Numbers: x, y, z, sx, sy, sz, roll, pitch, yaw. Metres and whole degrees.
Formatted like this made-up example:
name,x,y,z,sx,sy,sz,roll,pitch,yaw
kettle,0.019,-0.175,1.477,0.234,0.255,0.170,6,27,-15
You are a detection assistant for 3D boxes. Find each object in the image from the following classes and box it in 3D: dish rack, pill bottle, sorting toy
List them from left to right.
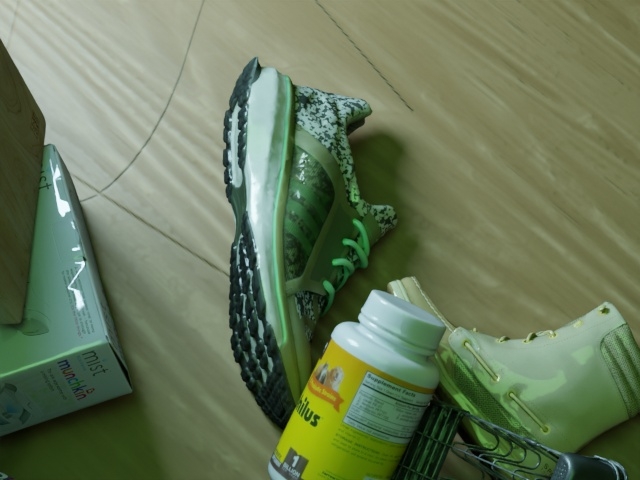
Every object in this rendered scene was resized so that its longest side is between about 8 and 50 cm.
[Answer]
name,x,y,z,sx,sy,sz,roll,pitch,yaw
sorting toy,-0.365,-0.085,1.892,0.089,0.257,0.255,-5,57,11
pill bottle,0.041,0.162,1.905,0.117,0.117,0.215,28,97,16
dish rack,0.152,0.269,1.842,0.271,0.074,0.208,18,82,56

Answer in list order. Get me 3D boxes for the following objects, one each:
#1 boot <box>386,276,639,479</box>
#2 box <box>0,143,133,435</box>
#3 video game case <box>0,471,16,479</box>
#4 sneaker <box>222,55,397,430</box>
name,x,y,z,sx,sy,sz,roll,pitch,yaw
boot,0.207,0.110,1.984,0.203,0.095,0.262,-32,71,-7
box,-0.345,0.060,2.025,0.231,0.127,0.262,-19,59,-3
video game case,-0.362,0.331,1.902,0.210,0.042,0.232,24,102,25
sneaker,0.000,0.000,2.038,0.182,0.158,0.410,2,71,-13
